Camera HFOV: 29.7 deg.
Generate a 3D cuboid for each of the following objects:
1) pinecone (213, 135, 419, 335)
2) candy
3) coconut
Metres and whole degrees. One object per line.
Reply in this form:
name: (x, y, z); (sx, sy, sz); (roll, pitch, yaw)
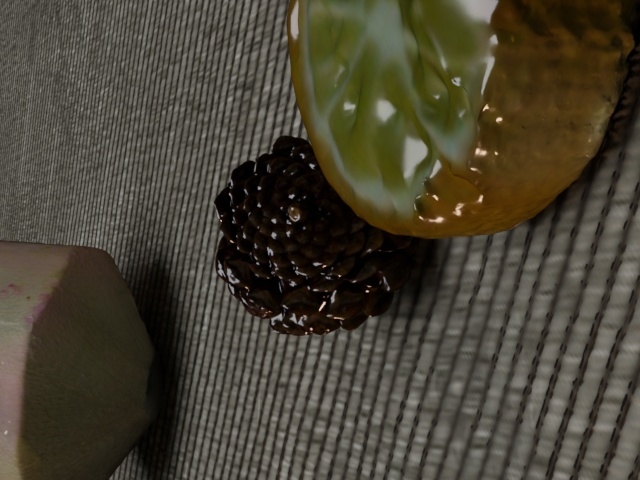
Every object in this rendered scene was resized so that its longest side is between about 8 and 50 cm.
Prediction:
pinecone: (-0.002, 0.000, 0.804); (0.121, 0.140, 0.140); (89, 172, -65)
candy: (0.066, -0.127, 0.673); (0.260, 0.118, 0.260); (179, 90, -67)
coconut: (-0.320, 0.145, 1.303); (0.297, 0.309, 0.297); (9, -90, -78)
